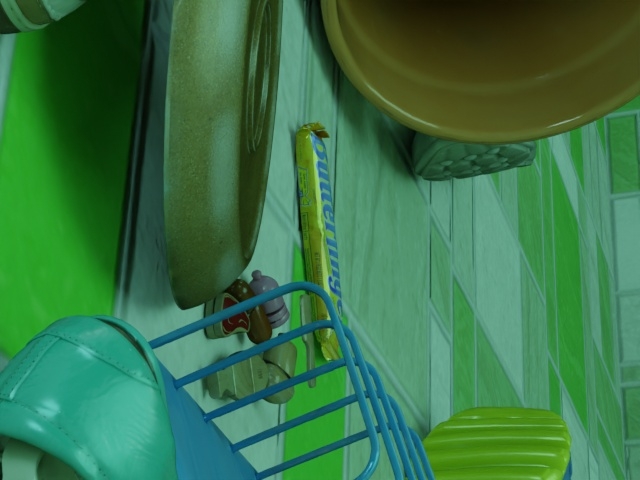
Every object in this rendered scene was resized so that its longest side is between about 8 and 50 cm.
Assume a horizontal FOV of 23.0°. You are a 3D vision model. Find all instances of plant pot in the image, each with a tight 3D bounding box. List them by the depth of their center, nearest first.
[{"bbox_3d":[-0.043,-0.082,0.772,0.236,0.032,0.236,6,90,-87],"label":"plant pot"},{"bbox_3d":[0.130,-0.245,1.156,0.203,0.291,0.291,-102,173,-49],"label":"plant pot"}]

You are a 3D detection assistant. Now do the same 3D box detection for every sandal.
[{"bbox_3d":[0.120,0.248,1.176,0.317,0.126,0.138,-61,145,-50],"label":"sandal"}]

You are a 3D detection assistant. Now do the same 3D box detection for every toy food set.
[{"bbox_3d":[-0.039,0.053,0.882,0.122,0.019,0.077,16,68,-64],"label":"toy food set"}]

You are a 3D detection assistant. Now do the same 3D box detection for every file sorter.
[{"bbox_3d":[-0.009,0.114,0.752,0.170,0.105,0.118,58,10,-54],"label":"file sorter"}]

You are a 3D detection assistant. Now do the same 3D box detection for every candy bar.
[{"bbox_3d":[0.000,0.000,1.029,0.040,0.018,0.161,10,74,-73],"label":"candy bar"}]

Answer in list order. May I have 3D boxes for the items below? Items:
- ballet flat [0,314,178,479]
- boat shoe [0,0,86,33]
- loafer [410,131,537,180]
[{"bbox_3d":[-0.083,0.150,0.616,0.087,0.083,0.247,-36,121,-43],"label":"ballet flat"},{"bbox_3d":[-0.092,-0.154,0.689,0.190,0.072,0.068,-80,156,-45],"label":"boat shoe"},{"bbox_3d":[0.132,-0.113,1.373,0.319,0.112,0.111,-14,92,-81],"label":"loafer"}]
